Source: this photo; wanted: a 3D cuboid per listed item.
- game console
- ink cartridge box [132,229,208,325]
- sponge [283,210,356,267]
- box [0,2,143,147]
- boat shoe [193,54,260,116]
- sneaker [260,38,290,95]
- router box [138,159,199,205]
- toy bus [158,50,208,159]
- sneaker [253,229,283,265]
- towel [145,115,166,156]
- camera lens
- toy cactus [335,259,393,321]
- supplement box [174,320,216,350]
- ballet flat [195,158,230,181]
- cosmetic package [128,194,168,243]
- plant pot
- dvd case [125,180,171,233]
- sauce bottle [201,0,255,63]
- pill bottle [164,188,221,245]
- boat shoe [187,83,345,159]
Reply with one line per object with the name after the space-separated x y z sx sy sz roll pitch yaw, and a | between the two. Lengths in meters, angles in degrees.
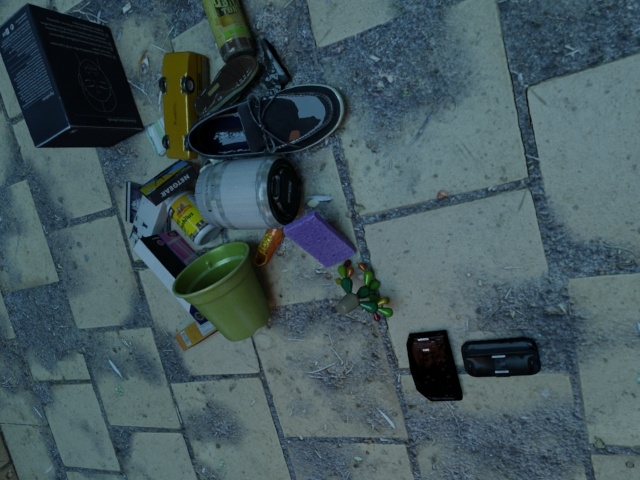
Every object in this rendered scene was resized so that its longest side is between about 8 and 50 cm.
0.436 0.360 1.185 0.361 0.044 0.213 -12 98 27 | game console
-0.483 0.123 1.468 0.371 0.176 0.069 48 115 8 | ink cartridge box
0.000 0.000 1.233 0.117 0.031 0.210 -28 130 28 | sponge
-0.859 -0.542 1.421 0.212 0.293 0.395 -15 95 27 | box
-0.283 -0.481 1.287 0.257 0.095 0.095 -28 81 23 | boat shoe
-0.155 -0.513 1.242 0.089 0.051 0.170 -29 99 25 | sneaker
-0.519 -0.201 1.395 0.133 0.179 0.046 28 154 48 | router box
-0.443 -0.438 1.348 0.108 0.130 0.332 7 105 22 | toy bus
-0.172 0.014 1.365 0.064 0.067 0.175 28 110 18 | sneaker
-0.561 -0.387 1.473 0.152 0.023 0.113 -27 91 27 | towel
-0.214 -0.143 1.262 0.274 0.219 0.219 0 102 25 | camera lens
0.108 0.165 1.220 0.219 0.180 0.112 51 136 11 | toy cactus
-0.446 0.334 1.556 0.233 0.078 0.080 -32 85 26 | supplement box
-0.364 -0.259 1.391 0.070 0.070 0.188 44 115 9 | ballet flat
-0.641 -0.079 1.539 0.099 0.060 0.239 34 114 12 | cosmetic package
-0.300 0.184 1.353 0.276 0.276 0.254 -12 119 26 | plant pot
-0.668 -0.125 1.584 0.221 0.018 0.164 16 109 19 | dvd case
-0.303 -0.716 1.232 0.111 0.111 0.344 -19 95 27 | sauce bottle
-0.456 -0.093 1.440 0.215 0.117 0.117 46 116 9 | pill bottle
-0.171 -0.338 1.213 0.500 0.156 0.187 -7 108 16 | boat shoe
